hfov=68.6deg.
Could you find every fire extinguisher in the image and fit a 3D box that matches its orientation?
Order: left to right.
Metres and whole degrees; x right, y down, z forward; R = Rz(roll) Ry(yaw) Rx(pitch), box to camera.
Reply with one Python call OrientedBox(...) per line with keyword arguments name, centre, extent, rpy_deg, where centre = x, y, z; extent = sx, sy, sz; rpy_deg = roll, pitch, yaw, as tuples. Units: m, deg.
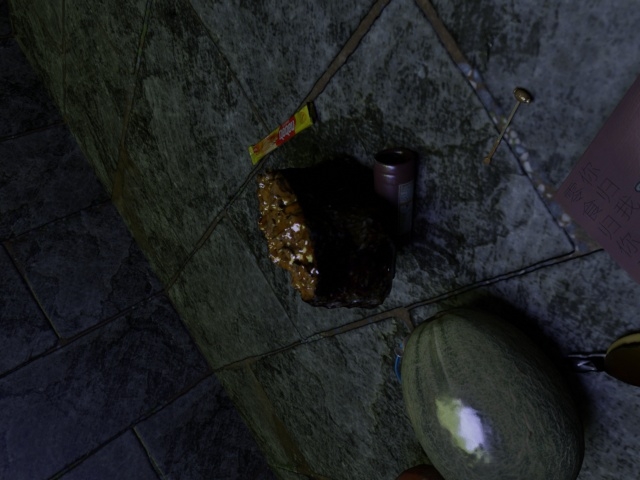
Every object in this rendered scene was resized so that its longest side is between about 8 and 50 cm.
OrientedBox(name="fire extinguisher", centre=(0.129, -0.040, 0.836), extent=(0.071, 0.099, 0.231), rpy_deg=(2, 123, 9))

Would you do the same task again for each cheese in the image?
OrientedBox(name="cheese", centre=(0.424, 0.173, 0.659), extent=(0.086, 0.036, 0.162), rpy_deg=(58, 147, -2))

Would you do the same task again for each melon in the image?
OrientedBox(name="melon", centre=(0.266, 0.265, 0.751), extent=(0.329, 0.249, 0.248), rpy_deg=(60, 147, 5))

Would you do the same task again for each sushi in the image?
OrientedBox(name="sushi", centre=(0.000, 0.000, 0.858), extent=(0.348, 0.208, 0.234), rpy_deg=(-117, 25, -55))

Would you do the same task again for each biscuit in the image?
OrientedBox(name="biscuit", centre=(-0.091, -0.231, 1.044), extent=(0.292, 0.026, 0.048), rpy_deg=(-17, 82, 56))

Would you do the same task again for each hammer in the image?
OrientedBox(name="hammer", centre=(0.256, -0.154, 0.655), extent=(0.029, 0.014, 0.123), rpy_deg=(51, 150, 29))

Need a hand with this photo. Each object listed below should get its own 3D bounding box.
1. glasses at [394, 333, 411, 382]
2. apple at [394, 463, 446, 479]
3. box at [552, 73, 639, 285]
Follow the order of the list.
OrientedBox(name="glasses", centre=(0.244, 0.296, 0.996), extent=(0.190, 0.088, 0.220), rpy_deg=(42, 163, 24))
OrientedBox(name="apple", centre=(0.255, 0.641, 1.005), extent=(0.277, 0.250, 0.309), rpy_deg=(21, 161, 50))
OrientedBox(name="box", centre=(0.373, -0.052, 0.451), extent=(0.215, 0.086, 0.215), rpy_deg=(103, 150, -46))
